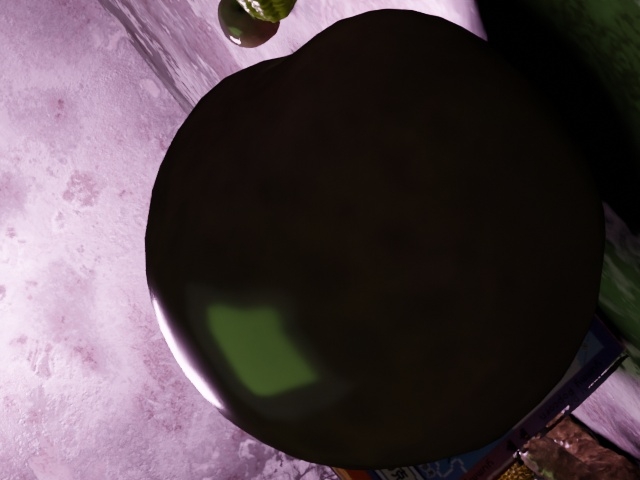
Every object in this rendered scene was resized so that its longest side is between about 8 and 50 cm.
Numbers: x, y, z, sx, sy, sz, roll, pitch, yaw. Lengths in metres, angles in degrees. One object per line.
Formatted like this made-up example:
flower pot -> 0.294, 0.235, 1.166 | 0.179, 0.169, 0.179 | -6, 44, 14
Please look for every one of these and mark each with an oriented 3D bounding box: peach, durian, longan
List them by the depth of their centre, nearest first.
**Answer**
longan -> 0.035, 0.008, 0.892 | 0.404, 0.336, 0.404 | 25, 129, 36
peach -> -0.087, -0.279, 1.340 | 0.083, 0.083, 0.083 | 49, 173, 8
durian -> 0.404, 0.492, 2.288 | 0.146, 0.102, 0.208 | 34, -157, -14

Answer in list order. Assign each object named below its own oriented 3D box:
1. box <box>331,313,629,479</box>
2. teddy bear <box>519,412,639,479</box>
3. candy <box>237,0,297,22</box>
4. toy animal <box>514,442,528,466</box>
box -> 0.086, 0.095, 1.204 | 0.349, 0.318, 0.257 | 51, 172, 3
teddy bear -> 0.325, 0.377, 1.481 | 0.296, 0.222, 0.246 | 11, 116, 66
candy -> -0.068, -0.288, 1.119 | 0.097, 0.097, 0.209 | 48, 178, 22
toy animal -> 0.333, 0.315, 1.710 | 0.220, 0.108, 0.062 | -1, 135, 35
